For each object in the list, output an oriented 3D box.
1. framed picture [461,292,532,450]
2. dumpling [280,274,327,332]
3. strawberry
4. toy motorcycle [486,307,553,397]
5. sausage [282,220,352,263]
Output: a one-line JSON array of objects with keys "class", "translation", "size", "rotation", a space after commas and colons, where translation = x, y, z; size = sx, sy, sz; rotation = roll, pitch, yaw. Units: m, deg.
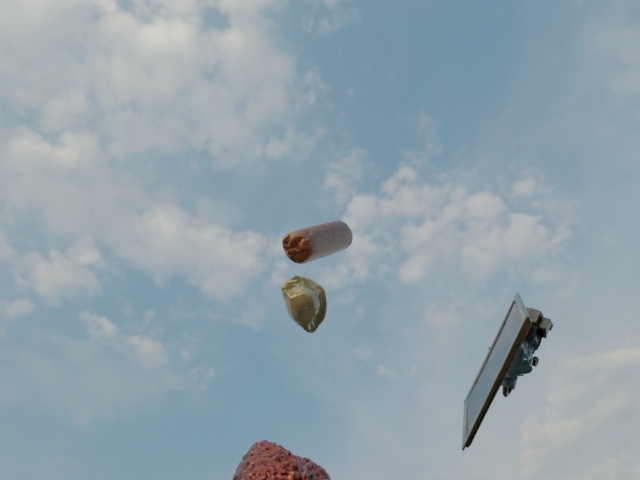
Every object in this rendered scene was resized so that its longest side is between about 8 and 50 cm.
[{"class": "framed picture", "translation": [0.331, 0.241, 0.898], "size": [0.017, 0.217, 0.274], "rotation": [24, -77, 15]}, {"class": "dumpling", "translation": [-0.045, 0.210, 1.608], "size": [0.155, 0.111, 0.181], "rotation": [-38, -54, -21]}, {"class": "strawberry", "translation": [-0.102, 0.613, 1.051], "size": [0.292, 0.292, 0.343], "rotation": [25, -22, -16]}, {"class": "toy motorcycle", "translation": [0.569, 0.302, 1.349], "size": [0.123, 0.272, 0.182], "rotation": [14, -36, 39]}, {"class": "sausage", "translation": [0.001, 0.001, 1.207], "size": [0.086, 0.289, 0.086], "rotation": [4, -81, 27]}]
